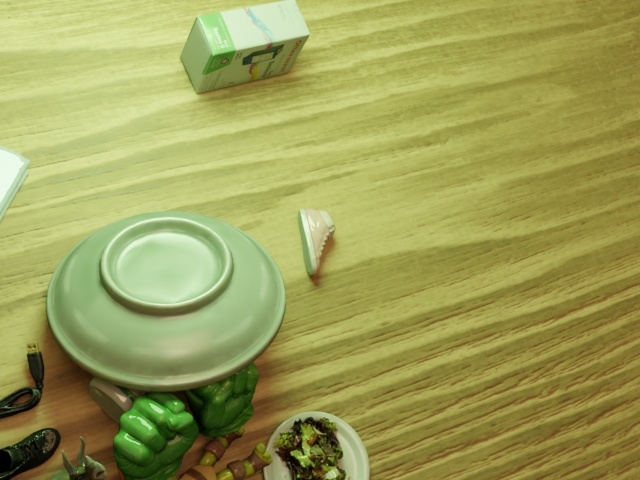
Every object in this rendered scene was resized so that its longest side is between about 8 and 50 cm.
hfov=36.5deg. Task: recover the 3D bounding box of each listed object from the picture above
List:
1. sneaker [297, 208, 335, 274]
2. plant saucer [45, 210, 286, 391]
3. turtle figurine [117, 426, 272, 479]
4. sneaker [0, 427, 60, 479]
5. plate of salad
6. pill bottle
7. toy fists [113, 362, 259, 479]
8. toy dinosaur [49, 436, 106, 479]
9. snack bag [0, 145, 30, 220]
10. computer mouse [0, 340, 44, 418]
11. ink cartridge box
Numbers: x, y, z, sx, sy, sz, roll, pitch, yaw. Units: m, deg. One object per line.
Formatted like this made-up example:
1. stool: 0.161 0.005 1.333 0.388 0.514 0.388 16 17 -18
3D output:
1. sneaker: 0.000 0.000 1.856 0.070 0.051 0.134 -3 66 -16
2. plant saucer: -0.254 0.065 1.612 0.401 0.100 0.400 4 43 -3
3. turtle figurine: -0.185 0.405 1.595 0.270 0.087 0.217 32 49 31
4. sneaker: -0.480 0.344 1.515 0.170 0.089 0.051 -31 83 -28
5. plate of salad: -0.002 0.397 1.700 0.200 0.048 0.199 7 68 -17
6. pill bottle: -0.278 0.208 1.630 0.117 0.117 0.208 44 62 0
7. toy fists: -0.212 0.280 1.562 0.279 0.142 0.096 -31 42 -32
8. toy dinosaur: -0.407 0.462 1.496 0.160 0.121 0.313 42 93 2
9. snack bag: -0.713 -0.077 1.624 0.343 0.037 0.323 26 62 -10
10. computer mouse: -0.546 0.173 1.553 0.184 0.060 0.261 -15 86 -26
11. ink cartridge box: -0.147 -0.380 1.892 0.213 0.154 0.093 -19 77 -26
